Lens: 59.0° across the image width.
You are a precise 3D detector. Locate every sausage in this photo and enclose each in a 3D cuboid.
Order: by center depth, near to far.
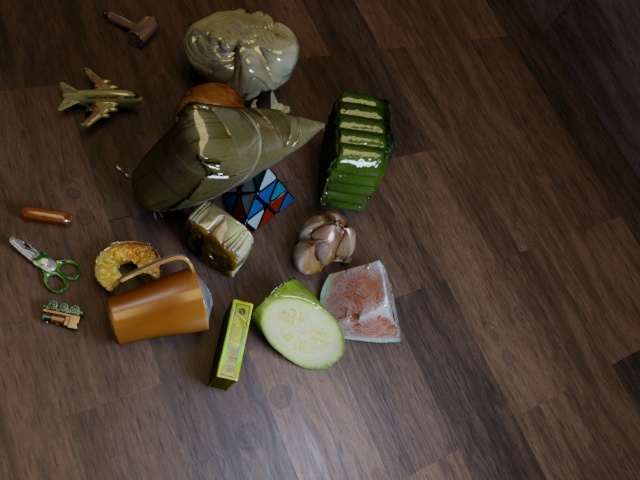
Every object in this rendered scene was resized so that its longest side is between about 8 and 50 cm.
[{"bbox_3d":[-0.764,-0.067,1.583,0.131,0.041,0.039,10,57,-17],"label":"sausage"}]

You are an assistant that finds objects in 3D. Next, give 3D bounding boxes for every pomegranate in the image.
[{"bbox_3d":[-0.347,-0.380,1.798,0.248,0.248,0.248,9,62,-17],"label":"pomegranate"}]

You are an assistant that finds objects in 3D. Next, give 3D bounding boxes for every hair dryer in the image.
[{"bbox_3d":[-0.665,-0.751,1.954,0.182,0.064,0.117,26,58,-2],"label":"hair dryer"}]

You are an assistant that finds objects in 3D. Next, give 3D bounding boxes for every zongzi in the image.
[{"bbox_3d":[-0.286,-0.209,1.655,0.467,0.500,0.218,-6,75,-44],"label":"zongzi"}]

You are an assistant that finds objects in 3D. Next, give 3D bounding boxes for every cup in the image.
[{"bbox_3d":[-0.430,0.161,1.516,0.264,0.182,0.226,-14,106,-20],"label":"cup"}]

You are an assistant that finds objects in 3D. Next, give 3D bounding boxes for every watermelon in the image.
[{"bbox_3d":[0.130,0.190,1.714,0.262,0.201,0.212,2,64,-11],"label":"watermelon"}]

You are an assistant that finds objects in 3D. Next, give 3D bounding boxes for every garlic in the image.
[{"bbox_3d":[0.000,0.000,1.788,0.214,0.191,0.160,-16,47,-15],"label":"garlic"}]

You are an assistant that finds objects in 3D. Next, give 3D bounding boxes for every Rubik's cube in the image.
[{"bbox_3d":[-0.209,-0.082,1.801,0.250,0.284,0.234,29,74,-45],"label":"Rubik's cube"}]

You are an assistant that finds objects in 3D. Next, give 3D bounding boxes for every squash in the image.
[{"bbox_3d":[-0.053,0.255,1.614,0.189,0.189,0.260,-34,77,-31],"label":"squash"}]

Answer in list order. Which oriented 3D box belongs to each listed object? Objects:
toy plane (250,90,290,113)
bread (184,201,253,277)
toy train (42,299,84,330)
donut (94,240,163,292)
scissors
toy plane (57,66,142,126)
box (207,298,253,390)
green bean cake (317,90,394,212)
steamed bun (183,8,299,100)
[{"bbox_3d":[-0.179,-0.358,1.894,0.104,0.242,0.256,24,82,34],"label":"toy plane"},{"bbox_3d":[-0.297,0.004,1.635,0.192,0.210,0.109,37,63,0],"label":"bread"},{"bbox_3d":[-0.680,0.196,1.488,0.103,0.044,0.064,16,71,-14],"label":"toy train"},{"bbox_3d":[-0.538,0.072,1.586,0.181,0.078,0.146,-14,70,-20],"label":"donut"},{"bbox_3d":[-0.756,0.056,1.534,0.204,0.027,0.101,36,55,-4],"label":"scissors"},{"bbox_3d":[-0.686,-0.442,1.771,0.244,0.092,0.229,2,62,-21],"label":"toy plane"},{"bbox_3d":[-0.247,0.287,1.553,0.064,0.141,0.220,17,61,-12],"label":"box"},{"bbox_3d":[0.117,-0.283,1.876,0.218,0.335,0.319,7,65,-7],"label":"green bean cake"},{"bbox_3d":[-0.257,-0.612,1.930,0.339,0.247,0.352,36,50,21],"label":"steamed bun"}]
